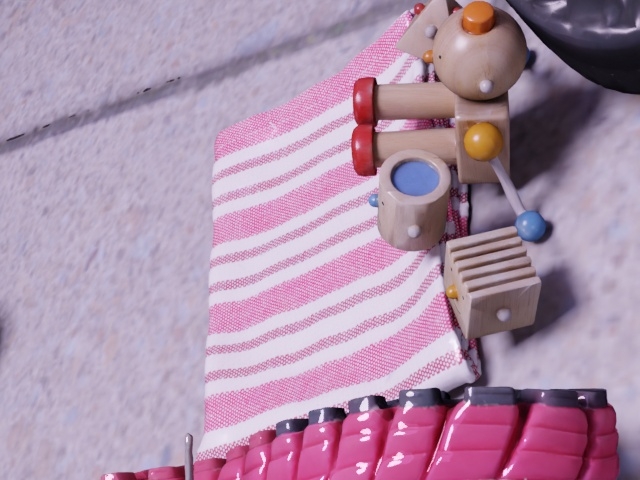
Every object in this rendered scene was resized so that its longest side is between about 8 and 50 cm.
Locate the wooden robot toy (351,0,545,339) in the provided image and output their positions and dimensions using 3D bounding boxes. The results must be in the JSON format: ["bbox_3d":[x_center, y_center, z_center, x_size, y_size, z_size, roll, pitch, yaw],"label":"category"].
[{"bbox_3d":[0.050,-0.054,0.477,0.076,0.079,0.173,0,54,2],"label":"wooden robot toy"}]

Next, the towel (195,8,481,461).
[{"bbox_3d":[0.000,0.000,0.553,0.144,0.029,0.197,-28,45,32],"label":"towel"}]

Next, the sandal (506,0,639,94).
[{"bbox_3d":[0.083,-0.212,0.573,0.167,0.107,0.446,-38,48,18],"label":"sandal"}]

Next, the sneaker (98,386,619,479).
[{"bbox_3d":[-0.032,0.130,0.423,0.299,0.120,0.112,-23,68,42],"label":"sneaker"}]
